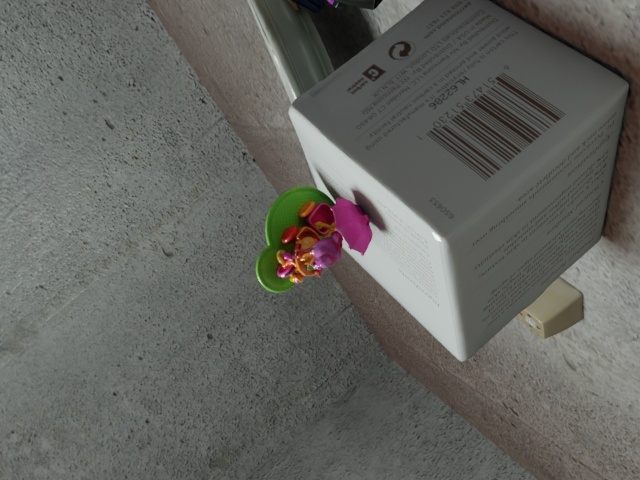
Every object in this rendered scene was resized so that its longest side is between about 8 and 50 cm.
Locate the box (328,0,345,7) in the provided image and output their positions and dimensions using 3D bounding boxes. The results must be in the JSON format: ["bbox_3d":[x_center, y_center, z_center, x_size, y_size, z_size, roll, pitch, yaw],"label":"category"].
[{"bbox_3d":[0.009,-0.487,1.229,0.162,0.116,0.029,47,-147,20],"label":"box"}]

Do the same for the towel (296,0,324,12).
[{"bbox_3d":[-0.138,-0.561,1.523,0.209,0.034,0.285,15,-161,-43],"label":"towel"}]

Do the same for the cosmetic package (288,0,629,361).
[{"bbox_3d":[0.209,-0.092,1.112,0.327,0.329,0.394,44,167,32],"label":"cosmetic package"}]

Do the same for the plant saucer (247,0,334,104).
[{"bbox_3d":[-0.036,-0.354,1.496,0.400,0.100,0.400,-24,-90,-89],"label":"plant saucer"}]

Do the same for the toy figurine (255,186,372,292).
[{"bbox_3d":[0.000,0.000,1.022,0.130,0.173,0.159,43,161,-21],"label":"toy figurine"}]

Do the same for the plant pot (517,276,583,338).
[{"bbox_3d":[0.461,0.134,1.495,0.109,0.096,0.109,44,168,37],"label":"plant pot"}]

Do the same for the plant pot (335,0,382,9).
[{"bbox_3d":[0.051,-0.442,1.020,0.167,0.187,0.188,36,168,10],"label":"plant pot"}]
